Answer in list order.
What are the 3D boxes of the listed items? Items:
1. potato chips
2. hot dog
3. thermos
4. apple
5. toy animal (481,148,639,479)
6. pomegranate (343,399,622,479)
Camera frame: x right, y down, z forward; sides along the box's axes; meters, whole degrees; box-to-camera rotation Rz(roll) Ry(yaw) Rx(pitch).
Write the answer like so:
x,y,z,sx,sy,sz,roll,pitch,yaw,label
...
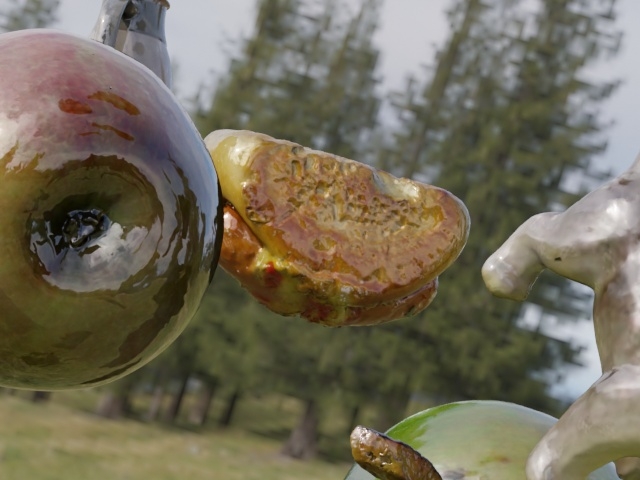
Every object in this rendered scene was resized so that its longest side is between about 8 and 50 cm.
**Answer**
x,y,z,sx,sy,sz,roll,pitch,yaw,label
0.062,0.155,1.016,0.037,0.026,0.204,6,-28,25,potato chips
0.000,0.000,1.704,0.257,0.153,0.150,16,-3,-17,hot dog
-0.183,-0.140,1.671,0.105,0.193,0.137,8,-10,10,thermos
-0.184,-0.021,1.282,0.257,0.256,0.234,19,-7,-26,apple
0.186,0.059,0.937,0.121,0.233,0.168,7,-39,-38,toy animal
0.087,0.258,1.405,0.359,0.309,0.216,2,27,11,pomegranate
